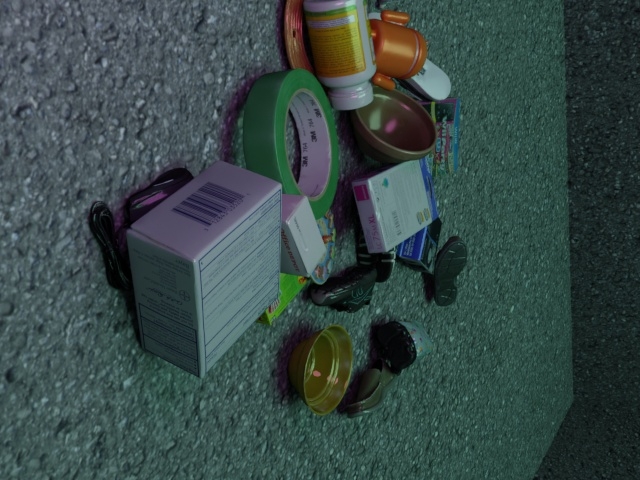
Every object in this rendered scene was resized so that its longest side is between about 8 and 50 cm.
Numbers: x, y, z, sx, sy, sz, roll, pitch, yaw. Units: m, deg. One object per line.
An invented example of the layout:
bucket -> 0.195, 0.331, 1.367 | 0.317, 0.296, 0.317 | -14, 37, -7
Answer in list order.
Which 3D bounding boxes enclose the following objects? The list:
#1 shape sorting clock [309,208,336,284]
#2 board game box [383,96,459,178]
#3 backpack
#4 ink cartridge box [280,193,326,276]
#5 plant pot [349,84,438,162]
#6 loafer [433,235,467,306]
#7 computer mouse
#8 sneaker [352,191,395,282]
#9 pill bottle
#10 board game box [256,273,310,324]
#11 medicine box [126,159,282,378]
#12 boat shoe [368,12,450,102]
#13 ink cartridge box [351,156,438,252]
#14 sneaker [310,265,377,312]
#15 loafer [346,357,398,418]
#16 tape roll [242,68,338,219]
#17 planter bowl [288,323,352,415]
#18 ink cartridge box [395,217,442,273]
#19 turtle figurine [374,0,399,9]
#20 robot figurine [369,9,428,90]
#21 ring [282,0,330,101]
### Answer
shape sorting clock -> 0.000, 0.000, 1.908 | 0.206, 0.040, 0.206 | -5, 90, -72
board game box -> 0.288, -0.292, 2.301 | 0.303, 0.097, 0.224 | -19, 112, -56
backpack -> 0.241, 0.293, 2.296 | 0.182, 0.115, 0.152 | 13, 53, -67
ink cartridge box -> -0.106, -0.017, 1.630 | 0.086, 0.203, 0.148 | -55, 139, -37
plant pot -> 0.169, -0.273, 2.055 | 0.237, 0.237, 0.110 | -44, 171, -45
loafer -> 0.382, 0.084, 2.493 | 0.084, 0.096, 0.267 | -107, -164, -48
computer mouse -> -0.290, -0.017, 1.475 | 0.262, 0.060, 0.184 | -34, 123, -50
sneaker -> 0.172, -0.040, 2.162 | 0.162, 0.106, 0.281 | -34, 123, -54
pill bottle -> 0.049, -0.422, 1.801 | 0.136, 0.136, 0.246 | -44, 131, -45
board game box -> -0.092, 0.095, 1.824 | 0.181, 0.043, 0.092 | -49, 135, -42
medicine box -> -0.201, 0.050, 1.482 | 0.263, 0.149, 0.289 | -46, 150, -44
boat shoe -> 0.204, -0.465, 2.106 | 0.301, 0.102, 0.108 | 35, 73, -23
ink cartridge box -> 0.198, -0.101, 2.066 | 0.311, 0.065, 0.186 | -28, 108, -50
sneaker -> 0.066, 0.137, 2.031 | 0.267, 0.101, 0.106 | -16, 112, -55
loafer -> 0.127, 0.398, 2.206 | 0.087, 0.094, 0.251 | 63, 30, -6
tape roll -> -0.056, -0.200, 1.734 | 0.321, 0.077, 0.321 | -2, 90, -66
planter bowl -> -0.015, 0.301, 1.943 | 0.217, 0.090, 0.217 | -15, 107, -56
ink cartridge box -> 0.283, -0.009, 2.303 | 0.332, 0.065, 0.165 | 29, 72, -71
turtle figurine -> 0.151, -0.666, 1.971 | 0.234, 0.118, 0.175 | -2, 82, -56
robot figurine -> 0.164, -0.455, 1.953 | 0.219, 0.128, 0.158 | 4, 64, -33
ring -> 0.007, -0.487, 1.881 | 0.336, 0.032, 0.337 | -19, 113, -55
